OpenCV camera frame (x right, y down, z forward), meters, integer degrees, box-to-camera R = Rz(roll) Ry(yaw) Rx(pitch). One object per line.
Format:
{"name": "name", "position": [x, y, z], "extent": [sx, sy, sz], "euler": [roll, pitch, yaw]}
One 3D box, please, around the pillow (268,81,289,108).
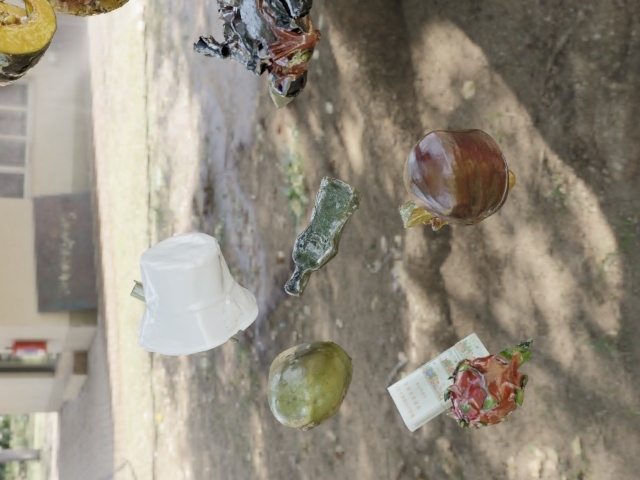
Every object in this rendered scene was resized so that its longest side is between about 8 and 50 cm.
{"name": "pillow", "position": [-0.083, -0.395, 2.197], "extent": [0.119, 0.053, 0.208], "euler": [-56, -3, 1]}

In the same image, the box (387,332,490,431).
{"name": "box", "position": [0.255, 0.292, 1.812], "extent": [0.032, 0.220, 0.122], "euler": [54, -175, -36]}

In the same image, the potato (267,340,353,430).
{"name": "potato", "position": [-0.027, 0.335, 2.037], "extent": [0.307, 0.210, 0.173], "euler": [-61, -43, -78]}

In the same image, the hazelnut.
{"name": "hazelnut", "position": [0.230, -0.108, 1.511], "extent": [0.178, 0.204, 0.178], "euler": [-5, 78, 26]}

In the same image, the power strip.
{"name": "power strip", "position": [-0.298, 0.162, 1.922], "extent": [0.034, 0.268, 0.092], "euler": [-62, 7, -5]}

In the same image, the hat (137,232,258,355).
{"name": "hat", "position": [-0.195, 0.066, 1.281], "extent": [0.203, 0.203, 0.126], "euler": [-131, 25, -64]}

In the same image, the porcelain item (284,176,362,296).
{"name": "porcelain item", "position": [0.000, 0.000, 1.534], "extent": [0.069, 0.081, 0.215], "euler": [72, -139, -78]}

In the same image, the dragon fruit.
{"name": "dragon fruit", "position": [0.337, 0.265, 1.675], "extent": [0.135, 0.236, 0.137], "euler": [52, 168, 4]}

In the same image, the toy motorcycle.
{"name": "toy motorcycle", "position": [-0.109, -0.338, 1.391], "extent": [0.401, 0.134, 0.207], "euler": [23, 135, 54]}

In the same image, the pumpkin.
{"name": "pumpkin", "position": [-0.356, -0.201, 0.838], "extent": [0.107, 0.183, 0.119], "euler": [-55, 19, 40]}

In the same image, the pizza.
{"name": "pizza", "position": [0.301, -0.082, 1.981], "extent": [0.086, 0.335, 0.226], "euler": [64, 149, 7]}

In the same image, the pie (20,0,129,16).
{"name": "pie", "position": [-0.365, -0.457, 1.330], "extent": [0.085, 0.308, 0.308], "euler": [69, 153, 23]}
